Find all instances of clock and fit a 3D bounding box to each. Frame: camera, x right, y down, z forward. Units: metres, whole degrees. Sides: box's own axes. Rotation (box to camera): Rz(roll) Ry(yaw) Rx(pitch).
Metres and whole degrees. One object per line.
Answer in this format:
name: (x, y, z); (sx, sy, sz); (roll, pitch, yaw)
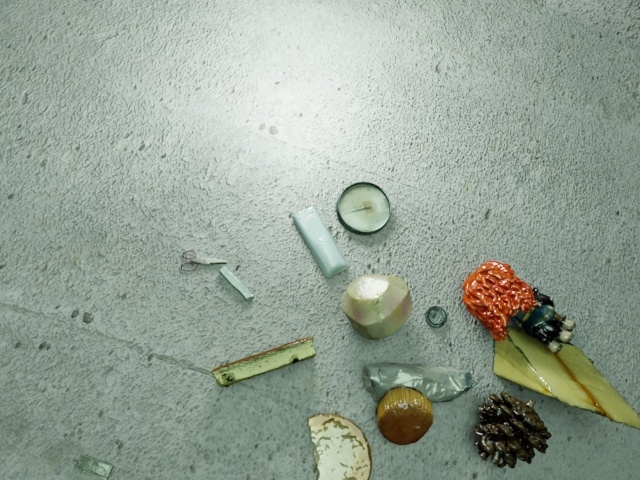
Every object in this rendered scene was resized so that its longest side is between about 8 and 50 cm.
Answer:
clock: (0.444, 0.294, 1.909); (0.085, 0.017, 0.085); (1, 73, -4)
clock: (0.175, -0.133, 2.005); (0.226, 0.049, 0.226); (2, 72, -6)

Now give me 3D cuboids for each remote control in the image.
remote control: (0.000, 0.000, 1.946); (0.103, 0.051, 0.293); (-27, 76, -12)

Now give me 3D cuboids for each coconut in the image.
coconut: (0.208, 0.237, 1.799); (0.259, 0.259, 0.259); (1, 72, -5)

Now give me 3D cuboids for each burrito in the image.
burrito: (0.374, 0.516, 1.790); (0.446, 0.101, 0.139); (3, 76, -5)

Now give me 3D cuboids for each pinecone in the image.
pinecone: (0.656, 0.657, 1.708); (0.244, 0.243, 0.257); (12, 97, -1)

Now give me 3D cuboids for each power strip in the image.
power strip: (-0.760, 0.752, 1.656); (0.136, 0.019, 0.051); (18, 73, 1)

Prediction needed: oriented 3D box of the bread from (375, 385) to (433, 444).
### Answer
bread: (0.289, 0.607, 1.705); (0.199, 0.104, 0.199); (1, 115, 3)

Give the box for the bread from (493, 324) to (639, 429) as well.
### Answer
bread: (0.861, 0.460, 1.739); (0.346, 0.405, 0.242); (16, 82, -13)

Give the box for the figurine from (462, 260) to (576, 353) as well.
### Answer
figurine: (0.736, 0.246, 1.835); (0.412, 0.241, 0.306); (20, 45, -6)

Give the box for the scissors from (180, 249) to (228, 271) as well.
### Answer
scissors: (-0.442, 0.079, 1.896); (0.176, 0.022, 0.085); (3, 71, -1)

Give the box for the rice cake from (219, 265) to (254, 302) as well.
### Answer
rice cake: (-0.317, 0.165, 1.877); (0.171, 0.029, 0.033); (44, 68, 8)

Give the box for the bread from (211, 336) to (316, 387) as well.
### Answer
bread: (-0.192, 0.429, 1.748); (0.361, 0.138, 0.077); (-17, 77, -10)

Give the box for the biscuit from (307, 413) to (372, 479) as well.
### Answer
biscuit: (0.075, 0.750, 1.720); (0.205, 0.040, 0.308); (-11, 74, -8)
